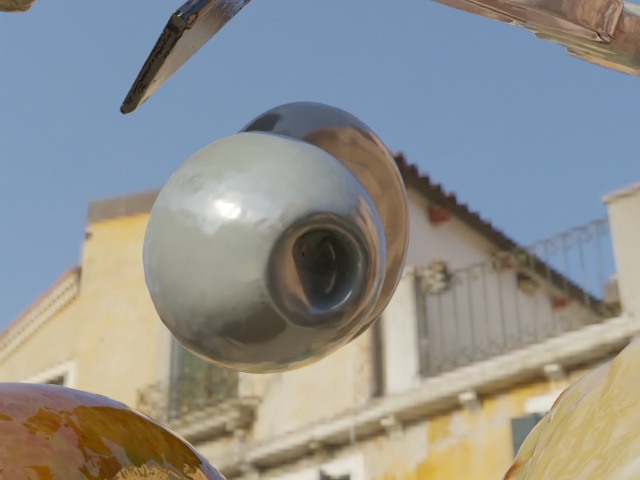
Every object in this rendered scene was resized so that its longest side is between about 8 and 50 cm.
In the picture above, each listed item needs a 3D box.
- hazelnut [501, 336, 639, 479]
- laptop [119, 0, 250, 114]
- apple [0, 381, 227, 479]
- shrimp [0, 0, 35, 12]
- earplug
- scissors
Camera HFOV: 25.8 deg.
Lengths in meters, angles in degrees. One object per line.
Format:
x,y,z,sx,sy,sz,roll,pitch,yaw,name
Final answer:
0.186,0.174,0.734,0.241,0.261,0.261,12,-33,-19,hazelnut
-0.079,-0.183,1.105,0.016,0.197,0.135,42,-39,-1,laptop
-0.178,0.280,0.867,0.334,0.400,0.400,-16,-34,25,apple
-0.418,-0.428,1.592,0.247,0.085,0.360,-24,-81,46,shrimp
-0.012,0.001,1.104,0.175,0.214,0.325,-3,8,18,earplug
0.137,-0.093,0.643,0.242,0.030,0.118,11,9,-36,scissors
